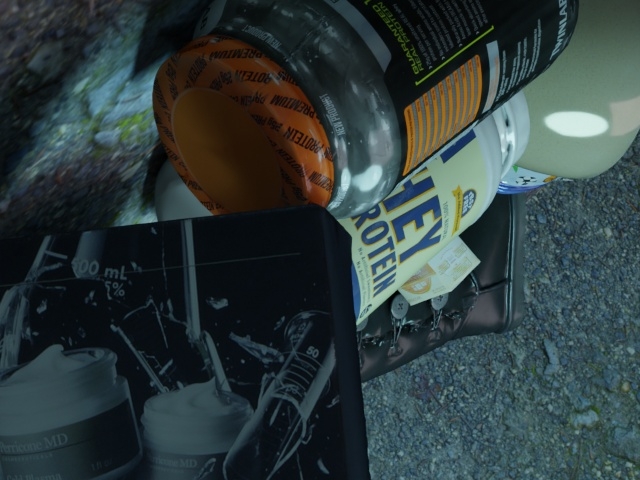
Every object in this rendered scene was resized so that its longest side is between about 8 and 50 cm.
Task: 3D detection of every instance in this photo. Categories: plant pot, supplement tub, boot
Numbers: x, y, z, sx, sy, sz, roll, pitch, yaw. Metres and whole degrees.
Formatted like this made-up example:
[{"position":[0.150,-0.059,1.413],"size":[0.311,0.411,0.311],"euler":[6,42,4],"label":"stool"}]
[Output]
[{"position":[0.213,-0.212,1.519],"size":[0.190,0.284,0.284],"euler":[0,147,-23],"label":"plant pot"},{"position":[0.039,-0.154,1.115],"size":[0.338,0.207,0.207],"euler":[-38,167,-33],"label":"supplement tub"},{"position":[0.123,0.023,2.202],"size":[0.445,0.367,0.146],"euler":[-13,-171,-30],"label":"boot"},{"position":[0.027,-0.065,1.333],"size":[0.325,0.235,0.235],"euler":[-40,168,-29],"label":"supplement tub"}]

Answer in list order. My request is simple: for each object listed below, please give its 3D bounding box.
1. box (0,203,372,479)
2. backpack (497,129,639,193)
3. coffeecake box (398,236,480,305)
[{"position":[-0.139,0.155,0.949],"size":[0.343,0.313,0.179],"euler":[-7,172,7],"label":"box"},{"position":[0.270,-0.189,1.802],"size":[0.263,0.276,0.213],"euler":[-22,157,-35],"label":"backpack"},{"position":[0.116,-0.007,1.934],"size":[0.068,0.185,0.142],"euler":[-43,-175,-21],"label":"coffeecake box"}]
